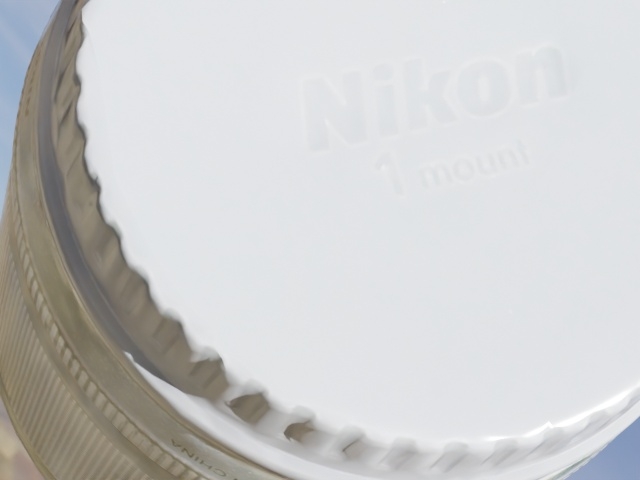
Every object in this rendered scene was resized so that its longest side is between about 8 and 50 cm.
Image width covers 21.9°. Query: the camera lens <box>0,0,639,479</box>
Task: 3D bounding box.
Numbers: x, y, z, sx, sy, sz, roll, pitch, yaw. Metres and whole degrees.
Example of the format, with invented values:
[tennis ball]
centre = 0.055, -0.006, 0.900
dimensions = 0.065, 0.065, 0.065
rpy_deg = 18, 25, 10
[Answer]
[camera lens]
centre = 0.000, 0.000, 0.574
dimensions = 0.219, 0.219, 0.274
rpy_deg = 49, -21, 4
